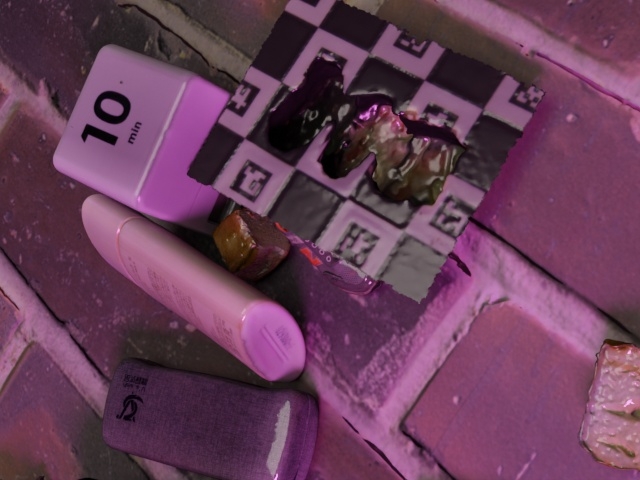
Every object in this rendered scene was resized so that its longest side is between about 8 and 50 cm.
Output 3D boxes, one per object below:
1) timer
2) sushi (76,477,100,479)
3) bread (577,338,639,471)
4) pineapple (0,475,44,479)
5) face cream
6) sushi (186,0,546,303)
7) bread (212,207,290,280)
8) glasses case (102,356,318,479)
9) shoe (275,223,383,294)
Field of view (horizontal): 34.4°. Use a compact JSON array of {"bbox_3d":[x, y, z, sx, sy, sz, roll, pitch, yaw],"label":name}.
[{"bbox_3d":[-0.214,-0.135,1.425,0.195,0.194,0.192,24,91,36],"label":"timer"},{"bbox_3d":[-0.271,0.418,1.323,0.136,0.126,0.225,-23,56,4],"label":"sushi"},{"bbox_3d":[0.362,0.185,1.006,0.232,0.088,0.128,16,77,43],"label":"bread"},{"bbox_3d":[-0.504,0.422,1.519,0.248,0.128,0.128,-29,62,19],"label":"pineapple"},{"bbox_3d":[-0.172,0.059,1.361,0.349,0.173,0.081,30,71,38],"label":"face cream"},{"bbox_3d":[0.061,-0.118,1.302,0.373,0.100,0.296,29,85,26],"label":"sushi"},{"bbox_3d":[-0.093,0.005,1.379,0.070,0.077,0.083,-46,56,29],"label":"bread"},{"bbox_3d":[-0.150,0.238,1.349,0.323,0.074,0.131,5,79,36],"label":"glasses case"},{"bbox_3d":[0.001,0.001,1.309,0.194,0.077,0.074,44,102,36],"label":"shoe"}]
